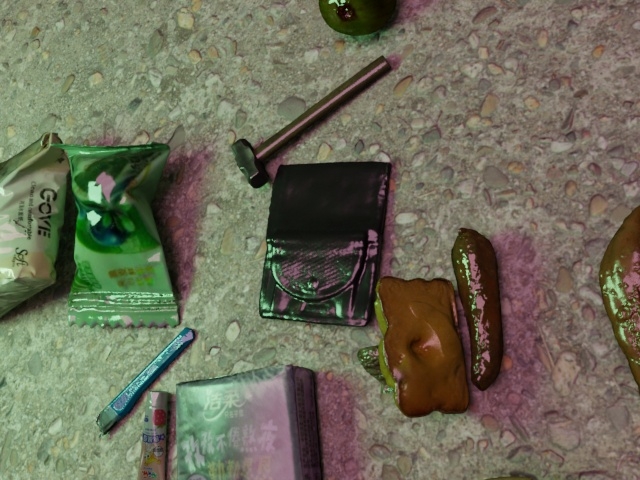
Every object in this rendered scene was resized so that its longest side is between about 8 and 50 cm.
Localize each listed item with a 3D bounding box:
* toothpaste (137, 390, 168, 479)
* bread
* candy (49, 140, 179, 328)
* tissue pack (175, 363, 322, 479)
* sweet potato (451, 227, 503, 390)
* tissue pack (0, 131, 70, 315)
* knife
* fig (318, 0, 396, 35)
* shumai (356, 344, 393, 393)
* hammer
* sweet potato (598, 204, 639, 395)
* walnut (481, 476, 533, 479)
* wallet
[{"bbox_3d":[-0.329,0.396,1.407,0.067,0.043,0.194,-1,81,22],"label":"toothpaste"},{"bbox_3d":[0.160,0.175,1.176,0.088,0.161,0.232,132,136,-57],"label":"bread"},{"bbox_3d":[-0.427,-0.011,1.498,0.263,0.172,0.397,-4,85,23],"label":"candy"},{"bbox_3d":[-0.127,0.413,1.264,0.260,0.122,0.361,-14,69,20],"label":"tissue pack"},{"bbox_3d":[0.266,0.111,1.186,0.075,0.075,0.273,-10,74,23],"label":"sweet potato"},{"bbox_3d":[-0.713,-0.027,1.600,0.390,0.195,0.375,-20,63,37],"label":"tissue pack"},{"bbox_3d":[-0.360,0.289,1.459,0.296,0.026,0.044,-45,65,5],"label":"knife"},{"bbox_3d":[0.097,-0.523,1.431,0.152,0.151,0.259,7,52,27],"label":"fig"},{"bbox_3d":[0.104,0.223,1.231,0.083,0.082,0.080,-19,68,44],"label":"shumai"},{"bbox_3d":[-0.016,-0.248,1.429,0.365,0.043,0.111,-35,54,10],"label":"hammer"},{"bbox_3d":[0.478,0.100,1.075,0.106,0.095,0.354,2,74,-2],"label":"sweet potato"},{"bbox_3d":[0.282,0.501,0.930,0.382,0.381,0.380,-7,73,24],"label":"walnut"},{"bbox_3d":[0.000,0.000,1.359,0.247,0.041,0.322,1,71,24],"label":"wallet"}]
